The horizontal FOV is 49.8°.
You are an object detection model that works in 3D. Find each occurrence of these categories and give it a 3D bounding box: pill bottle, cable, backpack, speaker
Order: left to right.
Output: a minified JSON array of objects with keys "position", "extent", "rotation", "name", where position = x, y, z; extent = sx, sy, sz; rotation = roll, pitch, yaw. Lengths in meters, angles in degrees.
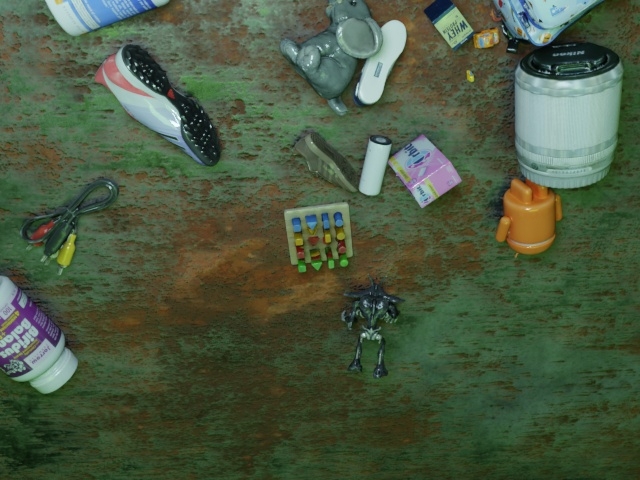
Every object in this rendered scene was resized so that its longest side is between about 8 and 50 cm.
[{"position":[-0.757,0.246,1.734],"extent":[0.169,0.169,0.301],"rotation":[-27,122,10],"name":"pill bottle"},{"position":[-0.600,-0.056,1.642],"extent":[0.139,0.072,0.287],"rotation":[39,99,-9],"name":"cable"},{"position":[-0.375,-0.501,1.303],"extent":[0.272,0.152,0.152],"rotation":[-18,123,5],"name":"pill bottle"},{"position":[0.128,-0.177,1.635],"extent":[0.055,0.055,0.136],"rotation":[5,122,-10],"name":"speaker"},{"position":[0.436,-0.540,1.332],"extent":[0.276,0.213,0.263],"rotation":[-36,99,6],"name":"backpack"}]

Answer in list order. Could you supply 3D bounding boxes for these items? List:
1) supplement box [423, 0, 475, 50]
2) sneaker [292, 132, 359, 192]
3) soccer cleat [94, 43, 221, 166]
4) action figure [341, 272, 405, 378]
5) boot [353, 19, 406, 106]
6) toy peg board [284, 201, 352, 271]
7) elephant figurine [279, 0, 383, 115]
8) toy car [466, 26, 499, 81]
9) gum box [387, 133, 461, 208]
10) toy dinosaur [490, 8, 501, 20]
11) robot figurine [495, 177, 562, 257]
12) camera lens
[{"position":[0.271,-0.459,1.450],"extent":[0.056,0.083,0.083],"rotation":[-38,121,18],"name":"supplement box"},{"position":[0.013,-0.175,1.628],"extent":[0.071,0.066,0.188],"rotation":[-28,120,33],"name":"sneaker"},{"position":[-0.344,-0.276,1.497],"extent":[0.116,0.108,0.318],"rotation":[-21,127,31],"name":"soccer cleat"},{"position":[0.135,0.219,1.852],"extent":[0.164,0.141,0.275],"rotation":[6,96,-1],"name":"action figure"},{"position":[0.121,-0.383,1.499],"extent":[0.069,0.086,0.190],"rotation":[25,89,-13],"name":"boot"},{"position":[0.000,0.000,1.721],"extent":[0.161,0.079,0.160],"rotation":[-8,124,-3],"name":"toy peg board"},{"position":[0.049,-0.424,1.417],"extent":[0.239,0.169,0.186],"rotation":[-43,148,2],"name":"elephant figurine"},{"position":[0.363,-0.406,1.522],"extent":[0.060,0.040,0.122],"rotation":[-1,123,-7],"name":"toy car"},{"position":[0.232,-0.164,1.582],"extent":[0.107,0.188,0.062],"rotation":[-35,120,6],"name":"gum box"},{"position":[0.396,-0.495,1.451],"extent":[0.047,0.090,0.082],"rotation":[47,63,-40],"name":"toy dinosaur"},{"position":[0.520,-0.055,1.721],"extent":[0.128,0.158,0.219],"rotation":[12,131,32],"name":"robot figurine"},{"position":[0.542,-0.281,1.519],"extent":[0.219,0.219,0.274],"rotation":[-11,123,0],"name":"camera lens"}]
